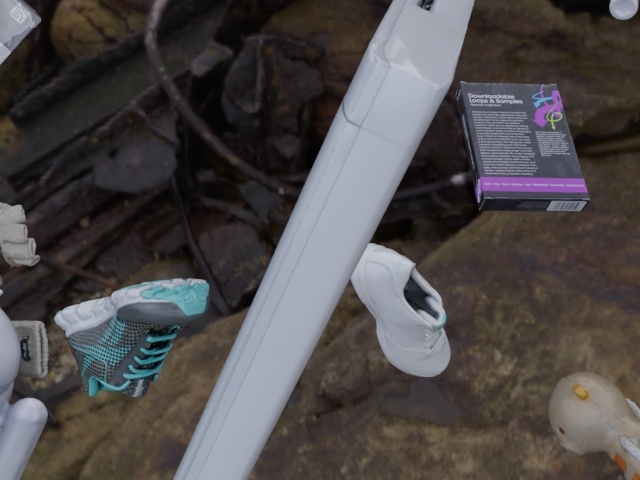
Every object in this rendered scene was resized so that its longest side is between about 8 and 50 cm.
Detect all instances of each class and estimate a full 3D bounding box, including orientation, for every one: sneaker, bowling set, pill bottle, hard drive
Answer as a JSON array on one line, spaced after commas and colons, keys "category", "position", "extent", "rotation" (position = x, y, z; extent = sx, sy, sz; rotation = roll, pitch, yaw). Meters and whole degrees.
[{"category": "sneaker", "position": [-0.127, 0.072, 0.631], "extent": [0.065, 0.166, 0.076], "rotation": [-8, 82, -40]}, {"category": "sneaker", "position": [0.114, 0.094, 1.035], "extent": [0.094, 0.212, 0.080], "rotation": [9, 55, 44]}, {"category": "bowling set", "position": [0.161, 0.190, 0.521], "extent": [0.200, 0.287, 0.154], "rotation": [-48, 52, 4]}, {"category": "pill bottle", "position": [0.491, -0.391, 1.440], "extent": [0.043, 0.043, 0.083], "rotation": [9, 39, 15]}, {"category": "hard drive", "position": [0.000, 0.000, 0.592], "extent": [0.047, 0.353, 0.233], "rotation": [25, 33, -1]}]

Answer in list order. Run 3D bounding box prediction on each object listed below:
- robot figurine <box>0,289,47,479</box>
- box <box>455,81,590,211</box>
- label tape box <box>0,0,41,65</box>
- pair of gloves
[{"category": "robot figurine", "position": [-0.471, 0.195, 1.038], "extent": [0.300, 0.353, 0.200], "rotation": [20, 11, -3]}, {"category": "box", "position": [0.216, -0.104, 0.967], "extent": [0.116, 0.029, 0.162], "rotation": [1, 58, -8]}, {"category": "label tape box", "position": [-0.553, -0.189, 1.211], "extent": [0.241, 0.106, 0.333], "rotation": [-24, 32, 42]}, {"category": "pair of gloves", "position": [-0.442, 0.069, 1.170], "extent": [0.204, 0.042, 0.240], "rotation": [-11, 87, 24]}]
